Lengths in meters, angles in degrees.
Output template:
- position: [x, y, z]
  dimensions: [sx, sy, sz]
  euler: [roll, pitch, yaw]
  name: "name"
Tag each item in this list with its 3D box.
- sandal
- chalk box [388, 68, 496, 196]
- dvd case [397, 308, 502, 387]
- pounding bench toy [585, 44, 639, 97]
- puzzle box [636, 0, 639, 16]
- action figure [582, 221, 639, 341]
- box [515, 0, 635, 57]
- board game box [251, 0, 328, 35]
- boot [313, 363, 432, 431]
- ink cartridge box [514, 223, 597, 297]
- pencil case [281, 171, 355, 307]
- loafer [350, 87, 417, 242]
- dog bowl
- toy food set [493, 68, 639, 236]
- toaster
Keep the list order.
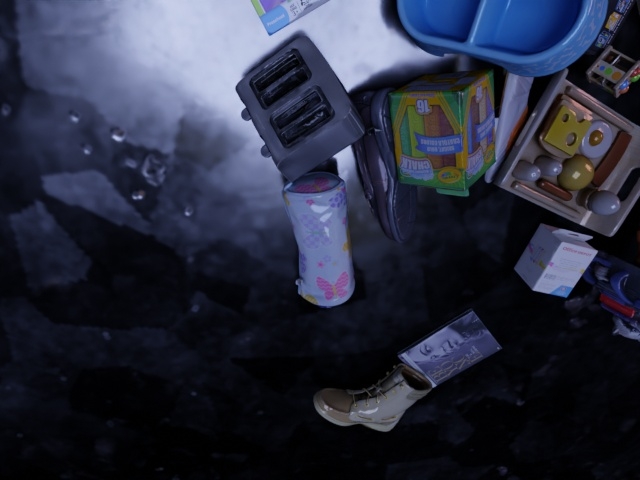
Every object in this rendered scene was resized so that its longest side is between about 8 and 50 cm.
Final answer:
- position: [0.323, -0.234, 0.790]
  dimensions: [0.102, 0.076, 0.265]
  euler: [-35, 138, -31]
  name: "sandal"
- position: [0.217, -0.170, 0.759]
  dimensions: [0.132, 0.132, 0.213]
  euler: [13, 128, 41]
  name: "chalk box"
- position: [0.333, 0.285, 1.122]
  dimensions: [0.221, 0.018, 0.164]
  euler: [-35, 117, 15]
  name: "dvd case"
- position: [0.504, -0.281, 0.744]
  dimensions: [0.083, 0.065, 0.052]
  euler: [1, 130, -55]
  name: "pounding bench toy"
- position: [0.743, -0.362, 0.774]
  dimensions: [0.272, 0.052, 0.409]
  euler: [-31, 117, 12]
  name: "puzzle box"
- position: [0.714, 0.077, 0.866]
  dimensions: [0.179, 0.341, 0.330]
  euler: [13, 114, -19]
  name: "action figure"
- position: [0.421, -0.442, 0.657]
  dimensions: [0.216, 0.060, 0.270]
  euler: [3, 121, -30]
  name: "box"
- position: [0.017, -0.493, 0.618]
  dimensions: [0.347, 0.078, 0.233]
  euler: [-27, 118, 10]
  name: "board game box"
- position: [0.134, 0.390, 1.110]
  dimensions: [0.262, 0.095, 0.203]
  euler: [23, 121, -21]
  name: "boot"
- position: [0.517, 0.036, 0.957]
  dimensions: [0.092, 0.090, 0.143]
  euler: [13, 116, -13]
  name: "ink cartridge box"
- position: [0.000, 0.000, 0.877]
  dimensions: [0.124, 0.113, 0.273]
  euler: [3, 122, 16]
  name: "pencil case"
- position: [0.118, -0.137, 0.833]
  dimensions: [0.095, 0.109, 0.302]
  euler: [12, 129, 38]
  name: "loafer"
- position: [0.245, -0.342, 0.629]
  dimensions: [0.297, 0.074, 0.166]
  euler: [26, 117, 25]
  name: "dog bowl"
- position: [0.494, -0.151, 0.812]
  dimensions: [0.306, 0.092, 0.219]
  euler: [19, 105, -22]
  name: "toy food set"
- position: [-0.027, -0.213, 0.718]
  dimensions: [0.186, 0.110, 0.168]
  euler: [-31, 77, 12]
  name: "toaster"
